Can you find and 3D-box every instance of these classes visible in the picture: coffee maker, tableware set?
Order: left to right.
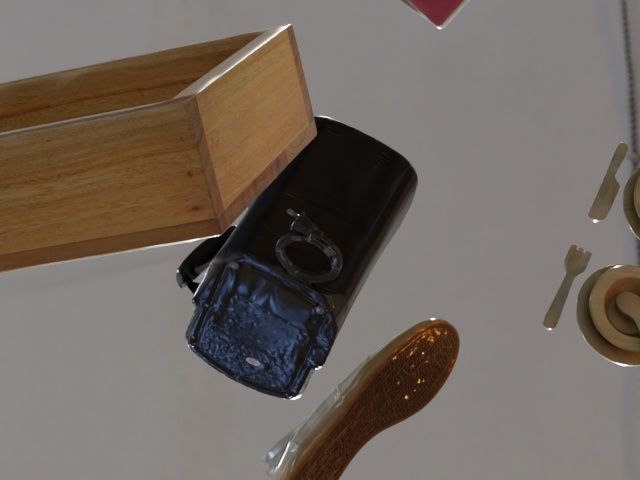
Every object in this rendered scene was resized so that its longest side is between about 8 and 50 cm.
[{"bbox_3d":[0.000,0.000,1.263,0.171,0.120,0.178,-33,-160,42],"label":"coffee maker"},{"bbox_3d":[0.275,0.012,1.463,0.128,0.039,0.194,25,-112,0],"label":"tableware set"}]

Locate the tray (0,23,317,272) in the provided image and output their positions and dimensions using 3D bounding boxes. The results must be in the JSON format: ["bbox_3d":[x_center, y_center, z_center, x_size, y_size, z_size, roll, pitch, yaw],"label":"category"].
[{"bbox_3d":[-0.225,-0.028,0.966,0.411,0.203,0.076,-10,-76,16],"label":"tray"}]

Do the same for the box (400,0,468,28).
[{"bbox_3d":[0.082,-0.245,0.890,0.232,0.127,0.148,-48,-161,13],"label":"box"}]

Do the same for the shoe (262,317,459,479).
[{"bbox_3d":[0.034,0.146,1.594,0.219,0.076,0.058,-44,-146,-8],"label":"shoe"}]
